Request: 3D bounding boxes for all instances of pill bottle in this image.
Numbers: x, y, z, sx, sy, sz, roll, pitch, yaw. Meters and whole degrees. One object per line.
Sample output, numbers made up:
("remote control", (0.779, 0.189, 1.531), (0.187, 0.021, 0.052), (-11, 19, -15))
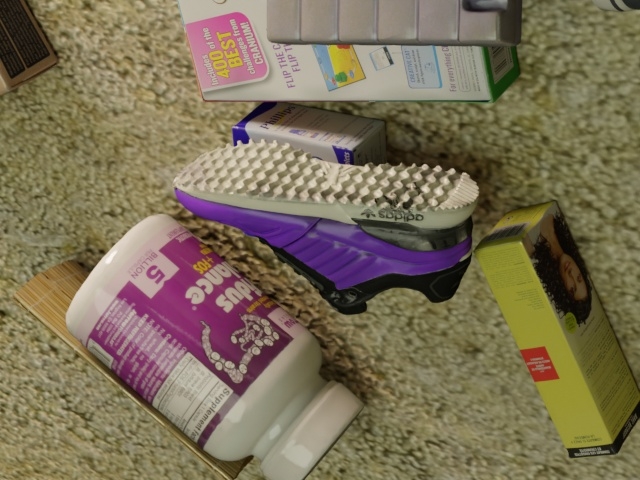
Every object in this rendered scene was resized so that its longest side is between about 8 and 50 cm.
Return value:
("pill bottle", (-0.106, 0.123, 1.703), (0.301, 0.169, 0.169), (39, 132, 6))

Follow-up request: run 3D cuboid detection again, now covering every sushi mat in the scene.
("sushi mat", (-0.193, 0.140, 1.789), (0.316, 0.151, 0.019), (40, 113, 6))

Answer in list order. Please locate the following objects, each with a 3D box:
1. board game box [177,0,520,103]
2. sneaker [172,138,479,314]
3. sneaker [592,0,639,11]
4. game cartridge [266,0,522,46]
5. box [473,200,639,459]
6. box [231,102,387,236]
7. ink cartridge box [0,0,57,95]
("board game box", (0.007, -0.246, 1.463), (0.316, 0.064, 0.242), (4, 120, 32))
("sneaker", (0.000, 0.000, 1.500), (0.293, 0.102, 0.146), (10, 123, 19))
("sneaker", (0.253, -0.324, 1.214), (0.127, 0.126, 0.321), (6, 129, 34))
("game cartridge", (0.057, -0.335, 1.301), (0.230, 0.068, 0.355), (6, 98, 36))
("box", (0.226, 0.086, 1.516), (0.058, 0.087, 0.232), (-12, 112, 38))
("box", (-0.008, -0.060, 1.587), (0.137, 0.072, 0.126), (13, 124, 27))
("ink cartridge box", (-0.426, -0.226, 1.748), (0.234, 0.088, 0.193), (-18, 106, 39))
